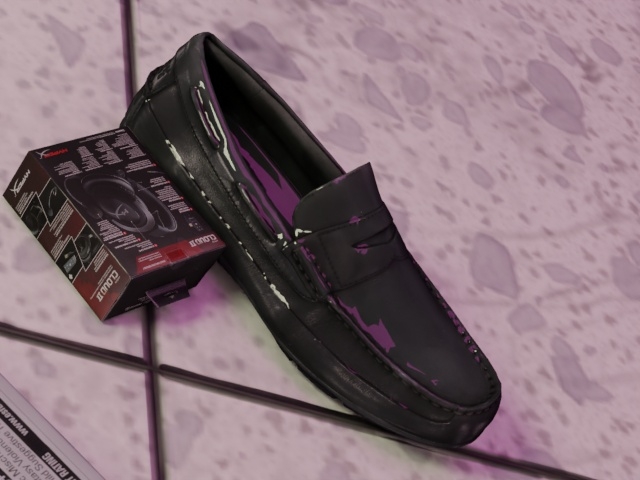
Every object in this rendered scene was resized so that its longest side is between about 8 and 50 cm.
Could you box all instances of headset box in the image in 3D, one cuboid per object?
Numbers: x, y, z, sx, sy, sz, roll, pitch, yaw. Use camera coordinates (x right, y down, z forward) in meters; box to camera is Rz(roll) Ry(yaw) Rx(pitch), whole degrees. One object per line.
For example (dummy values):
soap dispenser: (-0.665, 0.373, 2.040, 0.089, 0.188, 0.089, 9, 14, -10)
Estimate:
headset box: (-0.087, -0.006, 0.807, 0.083, 0.032, 0.062, 50, 38, 15)

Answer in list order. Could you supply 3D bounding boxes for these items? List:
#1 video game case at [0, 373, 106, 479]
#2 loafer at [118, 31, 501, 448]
video game case: (-0.220, 0.074, 0.585, 0.269, 0.061, 0.244, 44, 35, 9)
loafer: (0.000, 0.000, 0.835, 0.223, 0.078, 0.076, 46, 37, 11)
